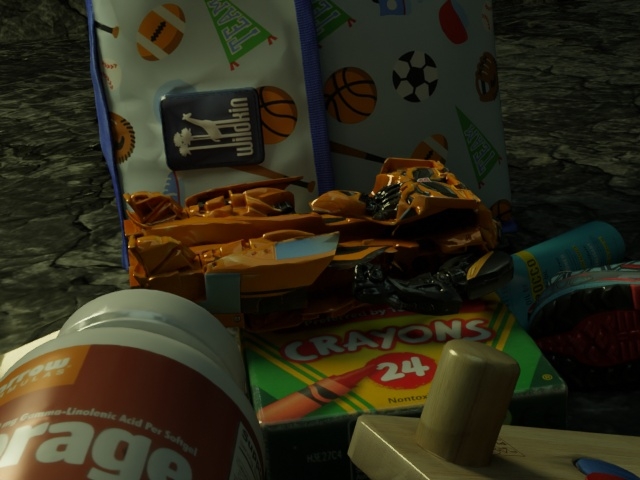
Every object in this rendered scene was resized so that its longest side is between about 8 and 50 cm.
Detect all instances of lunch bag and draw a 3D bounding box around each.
[{"bbox_3d":[-0.021,-0.128,1.031,0.386,0.327,0.239,-12,13,-23],"label":"lunch bag"}]

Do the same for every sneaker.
[{"bbox_3d":[0.296,0.046,0.846,0.262,0.104,0.125,0,19,9],"label":"sneaker"}]

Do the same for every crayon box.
[{"bbox_3d":[0.039,0.083,0.822,0.202,0.081,0.318,-7,21,-7],"label":"crayon box"}]

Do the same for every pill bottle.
[{"bbox_3d":[-0.085,0.109,0.403,0.121,0.121,0.216,-2,27,3],"label":"pill bottle"}]

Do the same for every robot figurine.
[{"bbox_3d":[0.000,0.000,0.812,0.291,0.085,0.211,-8,22,-10],"label":"robot figurine"}]

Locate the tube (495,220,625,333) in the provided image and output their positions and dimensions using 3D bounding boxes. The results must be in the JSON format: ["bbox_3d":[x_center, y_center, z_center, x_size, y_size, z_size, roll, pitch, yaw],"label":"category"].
[{"bbox_3d":[0.203,0.032,0.948,0.052,0.080,0.207,-16,5,43],"label":"tube"}]

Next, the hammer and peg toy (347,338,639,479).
[{"bbox_3d":[0.127,0.135,0.450,0.361,0.127,0.266,11,11,-30],"label":"hammer and peg toy"}]

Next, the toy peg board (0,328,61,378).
[{"bbox_3d":[-0.146,0.140,0.649,0.161,0.079,0.161,-23,46,13],"label":"toy peg board"}]
